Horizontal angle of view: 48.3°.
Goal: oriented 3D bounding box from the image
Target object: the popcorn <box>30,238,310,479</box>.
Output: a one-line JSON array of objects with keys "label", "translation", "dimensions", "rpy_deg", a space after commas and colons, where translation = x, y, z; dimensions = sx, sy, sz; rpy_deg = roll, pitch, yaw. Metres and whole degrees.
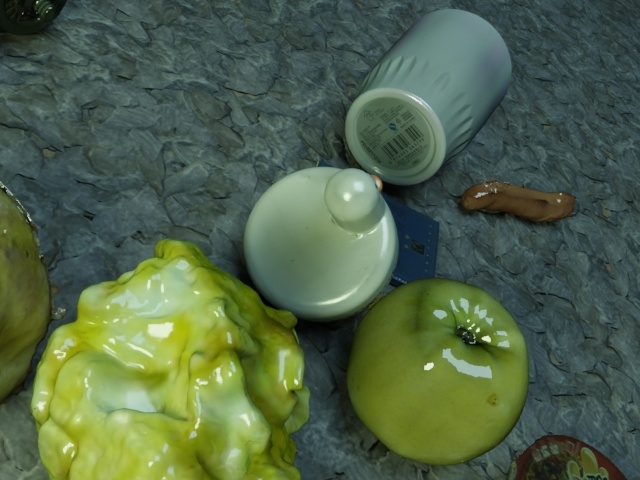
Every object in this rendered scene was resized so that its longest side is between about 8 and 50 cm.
[{"label": "popcorn", "translation": [-0.148, 0.194, 0.800], "dimensions": [0.293, 0.292, 0.334], "rpy_deg": [14, 50, 11]}]

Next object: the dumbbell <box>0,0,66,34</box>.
[{"label": "dumbbell", "translation": [-0.518, -0.452, 1.121], "dimensions": [0.290, 0.192, 0.192], "rpy_deg": [46, 44, 7]}]

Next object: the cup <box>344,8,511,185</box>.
[{"label": "cup", "translation": [0.215, -0.287, 1.424], "dimensions": [0.253, 0.253, 0.371], "rpy_deg": [39, 44, 1]}]

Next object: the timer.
[{"label": "timer", "translation": [0.000, 0.000, 1.045], "dimensions": [0.233, 0.233, 0.240], "rpy_deg": [57, 2, 18]}]

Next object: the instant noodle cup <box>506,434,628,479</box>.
[{"label": "instant noodle cup", "translation": [0.362, 0.430, 1.041], "dimensions": [0.274, 0.091, 0.274], "rpy_deg": [18, 47, -20]}]

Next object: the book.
[{"label": "book", "translation": [0.092, -0.020, 1.287], "dimensions": [0.269, 0.025, 0.191], "rpy_deg": [26, 46, -13]}]

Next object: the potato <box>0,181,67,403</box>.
[{"label": "potato", "translation": [-0.408, 0.077, 0.629], "dimensions": [0.289, 0.301, 0.237], "rpy_deg": [36, 12, -11]}]

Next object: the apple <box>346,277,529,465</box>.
[{"label": "apple", "translation": [0.162, 0.183, 1.018], "dimensions": [0.262, 0.262, 0.262], "rpy_deg": [18, 47, -20]}]

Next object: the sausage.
[{"label": "sausage", "translation": [0.421, -0.083, 1.522], "dimensions": [0.304, 0.078, 0.078], "rpy_deg": [6, 52, -27]}]
